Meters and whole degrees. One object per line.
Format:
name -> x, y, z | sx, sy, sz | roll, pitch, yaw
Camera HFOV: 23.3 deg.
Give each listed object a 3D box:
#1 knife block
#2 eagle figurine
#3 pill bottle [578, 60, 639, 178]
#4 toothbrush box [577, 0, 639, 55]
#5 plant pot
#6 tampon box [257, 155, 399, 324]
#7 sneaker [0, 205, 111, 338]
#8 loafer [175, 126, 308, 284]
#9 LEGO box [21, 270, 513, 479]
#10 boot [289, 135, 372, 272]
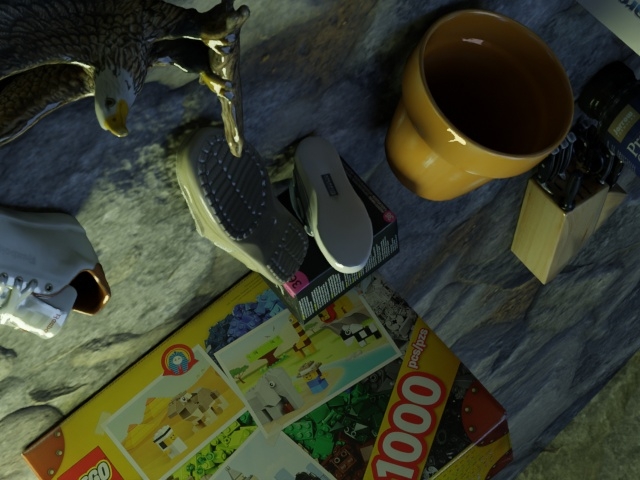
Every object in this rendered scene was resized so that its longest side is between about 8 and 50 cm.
knife block -> 0.370, -0.059, 2.432 | 0.275, 0.088, 0.242 | -51, 154, 21
eagle figurine -> -0.211, -0.156, 1.333 | 0.298, 0.225, 0.226 | -5, 102, -9
pill bottle -> 0.485, -0.159, 2.277 | 0.123, 0.219, 0.123 | -34, 155, -19
toothbrush box -> 0.483, -0.302, 2.041 | 0.295, 0.216, 0.126 | -1, 133, -54
plant pot -> 0.172, -0.145, 1.886 | 0.205, 0.205, 0.188 | -25, 166, -33
tampon box -> 0.000, 0.000, 1.932 | 0.161, 0.120, 0.101 | -37, 156, -12
sneaker -> -0.309, 0.036, 1.512 | 0.106, 0.123, 0.290 | -47, 158, 27
loafer -> -0.104, -0.037, 1.752 | 0.102, 0.092, 0.268 | -60, 146, -21
LEGO box -> -0.060, 0.275, 1.997 | 0.500, 0.372, 0.193 | -39, 156, -9
boot -> 0.010, -0.026, 1.832 | 0.069, 0.190, 0.086 | -6, 146, -15
